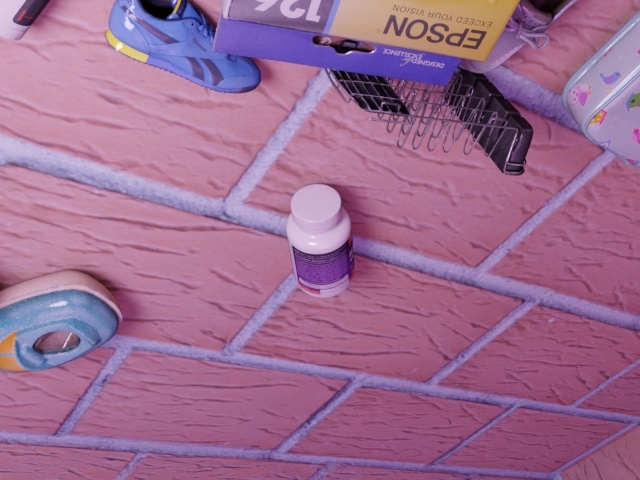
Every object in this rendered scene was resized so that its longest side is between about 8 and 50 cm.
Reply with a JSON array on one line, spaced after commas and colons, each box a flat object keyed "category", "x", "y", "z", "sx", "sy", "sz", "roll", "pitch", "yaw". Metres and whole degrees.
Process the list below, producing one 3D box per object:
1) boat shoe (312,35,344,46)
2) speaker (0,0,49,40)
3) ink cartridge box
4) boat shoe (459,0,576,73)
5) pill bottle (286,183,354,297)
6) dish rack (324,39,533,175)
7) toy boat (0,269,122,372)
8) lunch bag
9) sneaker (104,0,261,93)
[{"category": "boat shoe", "x": 0.063, "y": -0.305, "z": 0.880, "sx": 0.324, "sy": 0.123, "sz": 0.116, "roll": -11, "pitch": 146, "yaw": 9}, {"category": "speaker", "x": -0.320, "y": -0.286, "z": 0.814, "sx": 0.136, "sy": 0.055, "sz": 0.055, "roll": -39, "pitch": 136, "yaw": 26}, {"category": "ink cartridge box", "x": 0.060, "y": -0.275, "z": 0.761, "sx": 0.303, "sy": 0.072, "sz": 0.307, "roll": 5, "pitch": 140, "yaw": -15}, {"category": "boat shoe", "x": 0.287, "y": -0.328, "z": 0.926, "sx": 0.118, "sy": 0.103, "sz": 0.320, "roll": 22, "pitch": 128, "yaw": -37}, {"category": "pill bottle", "x": 0.000, "y": 0.000, "z": 1.225, "sx": 0.108, "sy": 0.108, "sz": 0.193, "roll": -12, "pitch": 142, "yaw": -4}, {"category": "dish rack", "x": 0.134, "y": -0.182, "z": 0.980, "sx": 0.271, "sy": 0.208, "sz": 0.074, "roll": 4, "pitch": 126, "yaw": -22}, {"category": "toy boat", "x": -0.492, "y": 0.125, "z": 1.179, "sx": 0.267, "sy": 0.148, "sz": 0.318, "roll": -25, "pitch": 141, "yaw": 12}, {"category": "lunch bag", "x": 0.526, "y": -0.225, "z": 1.129, "sx": 0.279, "sy": 0.108, "sz": 0.224, "roll": 16, "pitch": 127, "yaw": -36}, {"category": "sneaker", "x": -0.154, "y": -0.245, "z": 0.908, "sx": 0.209, "sy": 0.069, "sz": 0.082, "roll": 15, "pitch": 129, "yaw": -33}]
